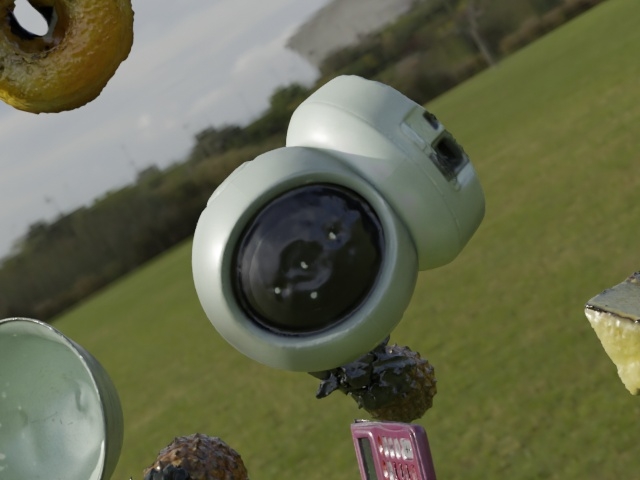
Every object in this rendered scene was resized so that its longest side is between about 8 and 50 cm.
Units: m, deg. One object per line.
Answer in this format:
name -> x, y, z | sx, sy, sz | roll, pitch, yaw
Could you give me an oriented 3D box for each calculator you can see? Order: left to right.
calculator -> 0.081, 0.243, 1.482 | 0.034, 0.126, 0.190 | -10, -2, -19

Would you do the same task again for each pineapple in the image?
pineapple -> -0.165, 0.298, 1.629 | 0.128, 0.128, 0.248 | -29, -1, 18
pineapple -> 0.064, 0.168, 1.835 | 0.119, 0.111, 0.237 | -49, -28, 2

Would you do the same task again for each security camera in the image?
security camera -> 0.000, 0.000, 1.230 | 0.236, 0.194, 0.194 | -45, 10, -21

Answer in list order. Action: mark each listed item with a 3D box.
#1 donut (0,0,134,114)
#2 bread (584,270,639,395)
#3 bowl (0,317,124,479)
donut -> -0.370, -0.289, 1.929 | 0.253, 0.253, 0.118 | -31, 14, -5
bread -> 0.442, 0.067, 1.676 | 0.240, 0.135, 0.178 | -19, -11, -47
bowl -> -0.369, 0.256, 2.075 | 0.313, 0.313, 0.146 | -27, -12, 33
